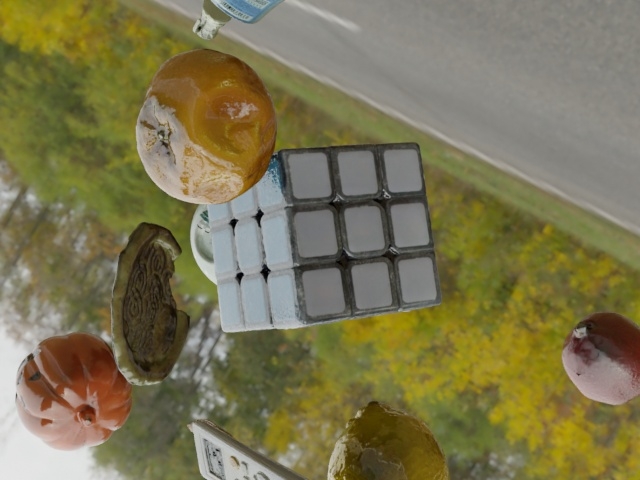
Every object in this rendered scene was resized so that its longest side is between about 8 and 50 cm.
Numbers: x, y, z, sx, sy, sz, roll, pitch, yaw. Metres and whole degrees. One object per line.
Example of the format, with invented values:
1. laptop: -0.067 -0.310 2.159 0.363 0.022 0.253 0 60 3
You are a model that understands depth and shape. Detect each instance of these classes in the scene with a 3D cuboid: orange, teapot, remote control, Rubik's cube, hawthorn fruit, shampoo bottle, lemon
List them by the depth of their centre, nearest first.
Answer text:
1. shampoo bottle: -0.085 -0.363 1.448 0.104 0.061 0.258 34 169 -17
2. remote control: -0.079 0.372 1.626 0.313 0.109 0.055 20 -143 41
3. orange: -0.199 -0.178 1.672 0.183 0.249 0.249 -8 -149 -45
4. lemon: 0.110 0.387 1.704 0.204 0.260 0.204 -9 162 -3
5. teapot: -0.194 -0.388 1.860 0.057 0.067 0.083 57 150 6
6. Rubik's cube: 0.000 0.000 1.887 0.304 0.300 0.305 -5 174 -31
7. hawthorn fruit: 0.523 0.204 1.918 0.188 0.169 0.169 55 171 -26

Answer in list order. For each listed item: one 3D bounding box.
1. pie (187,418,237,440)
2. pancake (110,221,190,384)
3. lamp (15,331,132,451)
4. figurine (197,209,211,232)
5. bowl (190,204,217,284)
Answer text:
1. pie: -0.143 0.366 1.835 0.191 0.033 0.088 39 153 -3
2. pancake: -0.239 0.091 1.476 0.029 0.235 0.212 2 -156 19
3. lamp: -0.388 0.244 1.674 0.188 0.187 0.164 29 -172 -36
4. figurine: -0.228 -0.068 2.284 0.060 0.106 0.047 39 -168 6
5. bowl: -0.201 -0.007 2.407 0.313 0.313 0.146 32 -161 27
